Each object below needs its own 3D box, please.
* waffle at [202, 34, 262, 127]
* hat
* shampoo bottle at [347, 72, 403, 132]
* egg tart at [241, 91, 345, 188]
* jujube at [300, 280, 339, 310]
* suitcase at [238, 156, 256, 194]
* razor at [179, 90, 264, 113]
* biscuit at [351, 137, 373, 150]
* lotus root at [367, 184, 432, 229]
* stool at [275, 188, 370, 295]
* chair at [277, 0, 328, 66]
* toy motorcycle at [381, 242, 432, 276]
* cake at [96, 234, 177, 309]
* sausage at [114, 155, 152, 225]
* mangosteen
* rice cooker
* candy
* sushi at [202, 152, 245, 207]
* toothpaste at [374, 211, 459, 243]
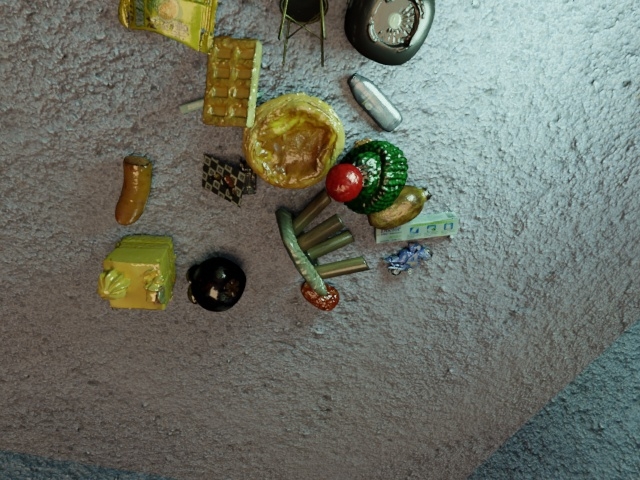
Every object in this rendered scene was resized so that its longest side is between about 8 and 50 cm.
[{"bbox_3d":[-0.274,-0.486,1.318,0.168,0.057,0.274,8,95,17],"label":"waffle"},{"bbox_3d":[0.122,-0.210,1.440,0.332,0.242,0.274,-15,142,-47],"label":"hat"},{"bbox_3d":[0.184,-0.473,1.459,0.234,0.049,0.087,39,112,-25],"label":"shampoo bottle"},{"bbox_3d":[-0.093,-0.344,1.453,0.352,0.150,0.351,-3,125,-4],"label":"egg tart"},{"bbox_3d":[-0.004,0.233,1.846,0.176,0.109,0.112,31,77,-14],"label":"jujube"},{"bbox_3d":[-0.263,-0.231,1.538,0.059,0.086,0.126,-3,121,-12],"label":"suitcase"},{"bbox_3d":[-0.331,-0.463,1.400,0.278,0.111,0.056,-6,112,8],"label":"razor"},{"bbox_3d":[0.156,-0.336,1.560,0.091,0.015,0.078,-39,118,17],"label":"biscuit"},{"bbox_3d":[0.299,-0.132,1.628,0.260,0.128,0.145,-23,90,11],"label":"lotus root"},{"bbox_3d":[0.000,0.000,1.590,0.226,0.310,0.310,-31,121,5],"label":"stool"},{"bbox_3d":[-0.048,-0.698,1.253,0.160,0.170,0.325,-1,78,-1],"label":"chair"},{"bbox_3d":[0.369,0.076,1.806,0.205,0.076,0.114,-30,111,14],"label":"toy motorcycle"},{"bbox_3d":[-0.682,0.138,1.604,0.228,0.286,0.222,1,121,-7],"label":"cake"},{"bbox_3d":[-0.670,-0.171,1.529,0.109,0.109,0.270,18,117,-16],"label":"sausage"},{"bbox_3d":[-0.426,0.178,1.713,0.243,0.243,0.242,-3,122,-4],"label":"mangosteen"},{"bbox_3d":[0.197,-0.656,1.247,0.267,0.224,0.267,-2,120,-4],"label":"rice cooker"},{"bbox_3d":[-0.450,-0.679,1.242,0.297,0.081,0.187,16,120,-2],"label":"candy"},{"bbox_3d":[-0.345,-0.221,1.533,0.201,0.031,0.139,29,125,20],"label":"sushi"},{"bbox_3d":[0.386,-0.054,1.729,0.337,0.067,0.081,-7,122,-1],"label":"toothpaste"}]
